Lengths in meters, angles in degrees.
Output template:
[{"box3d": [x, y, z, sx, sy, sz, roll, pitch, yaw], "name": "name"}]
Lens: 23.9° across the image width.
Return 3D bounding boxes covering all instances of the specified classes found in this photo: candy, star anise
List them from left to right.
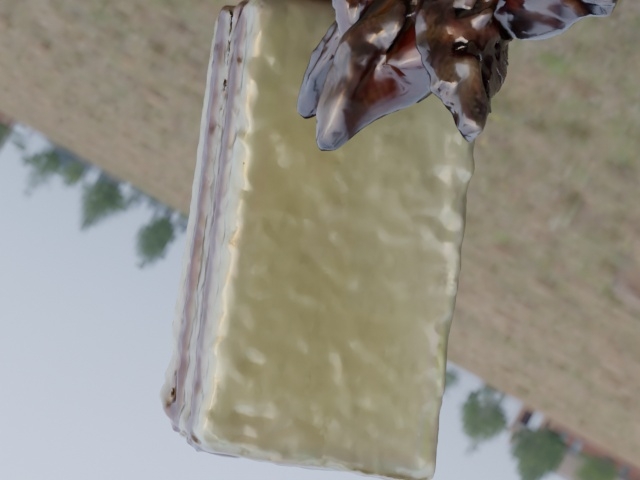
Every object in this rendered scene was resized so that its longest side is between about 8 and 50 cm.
[{"box3d": [0.000, 0.000, 1.059, 0.180, 0.320, 0.135, 7, 180, -19], "name": "candy"}, {"box3d": [0.074, -0.155, 0.860, 0.102, 0.272, 0.272, 50, 169, -24], "name": "star anise"}]
